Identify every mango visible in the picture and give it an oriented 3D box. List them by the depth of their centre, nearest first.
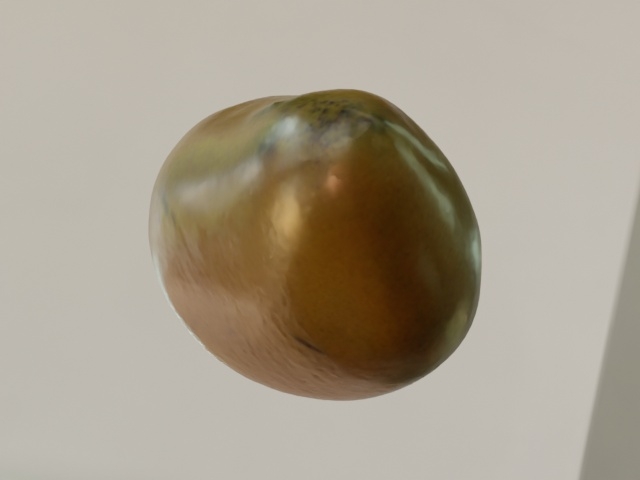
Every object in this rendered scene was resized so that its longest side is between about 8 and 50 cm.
[{"bbox_3d":[0.000,0.000,0.932,0.211,0.173,0.317,52,-17,-4],"label":"mango"}]
